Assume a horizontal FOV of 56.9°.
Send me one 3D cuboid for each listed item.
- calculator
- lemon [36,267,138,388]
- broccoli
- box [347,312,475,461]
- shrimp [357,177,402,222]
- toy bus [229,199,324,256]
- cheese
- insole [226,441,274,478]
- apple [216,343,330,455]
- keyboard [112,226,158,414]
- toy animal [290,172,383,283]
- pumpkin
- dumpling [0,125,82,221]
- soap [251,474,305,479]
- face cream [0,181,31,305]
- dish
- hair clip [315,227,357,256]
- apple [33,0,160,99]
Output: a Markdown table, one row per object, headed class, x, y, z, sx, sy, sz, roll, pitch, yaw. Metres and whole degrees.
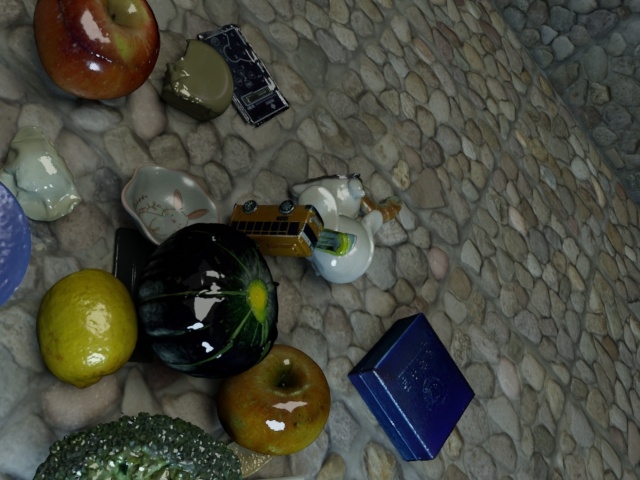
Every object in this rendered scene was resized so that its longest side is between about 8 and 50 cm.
| class | x | y | z | sx | sy | sz | roll | pitch | yaw |
| --- | --- | --- | --- | --- | --- | --- | --- | --- | --- |
| calculator | -0.205 | -0.437 | 1.557 | 0.165 | 0.028 | 0.274 | -41 | 100 | -42 |
| lemon | -0.412 | 0.154 | 1.051 | 0.169 | 0.170 | 0.208 | -4 | 75 | -41 |
| broccoli | -0.286 | 0.437 | 0.981 | 0.375 | 0.249 | 0.302 | 25 | 55 | -37 |
| box | 0.246 | 0.378 | 1.545 | 0.261 | 0.116 | 0.279 | -38 | 96 | -42 |
| shrimp | 0.160 | -0.129 | 1.731 | 0.161 | 0.049 | 0.166 | -33 | 87 | -41 |
| toy bus | -0.103 | -0.023 | 1.346 | 0.098 | 0.200 | 0.114 | 59 | 39 | -54 |
| cheese | -0.293 | -0.390 | 1.424 | 0.175 | 0.091 | 0.203 | 18 | 60 | -33 |
| insole | -0.131 | 0.446 | 1.266 | 0.247 | 0.011 | 0.081 | -17 | 83 | -43 |
| apple | -0.097 | 0.338 | 1.227 | 0.236 | 0.208 | 0.237 | 15 | 43 | -15 |
| keyboard | -0.371 | 0.157 | 1.176 | 0.103 | 0.041 | 0.382 | 13 | 58 | -35 |
| toy animal | 0.055 | -0.038 | 1.511 | 0.249 | 0.174 | 0.290 | -13 | 80 | -41 |
| pumpkin | -0.232 | 0.115 | 1.123 | 0.295 | 0.295 | 0.296 | 16 | 62 | -34 |
| dumpling | -0.545 | -0.120 | 1.113 | 0.134 | 0.100 | 0.169 | -28 | 117 | -9 |
| soap | -0.112 | 0.551 | 1.205 | 0.183 | 0.063 | 0.122 | 11 | 63 | -37 |
| face cream | -0.601 | 0.010 | 0.888 | 0.248 | 0.225 | 0.249 | 7 | 80 | -45 |
| dish | -0.327 | -0.052 | 1.254 | 0.229 | 0.081 | 0.230 | 27 | 42 | -27 |
| hair clip | 0.000 | 0.000 | 1.384 | 0.033 | 0.188 | 0.060 | -6 | 105 | -61 |
| apple | -0.463 | -0.425 | 1.223 | 0.251 | 0.206 | 0.272 | -12 | 83 | -53 |
